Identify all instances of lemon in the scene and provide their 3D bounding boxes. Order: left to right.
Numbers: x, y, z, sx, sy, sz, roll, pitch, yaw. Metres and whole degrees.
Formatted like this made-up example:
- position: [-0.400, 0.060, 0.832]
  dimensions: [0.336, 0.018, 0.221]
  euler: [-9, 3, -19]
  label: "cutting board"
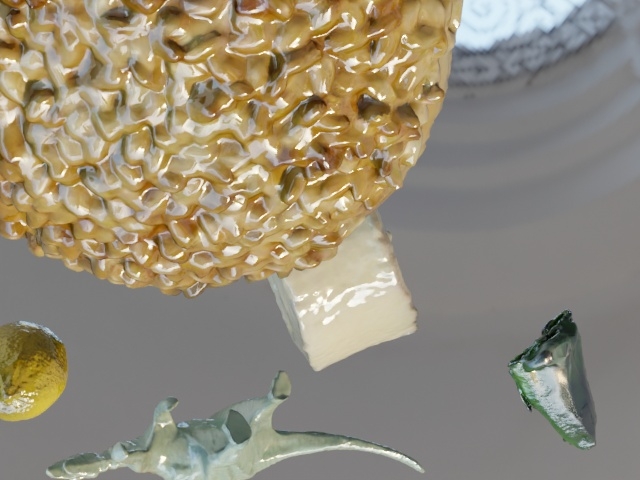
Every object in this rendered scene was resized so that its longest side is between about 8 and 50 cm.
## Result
- position: [-0.257, 0.112, 1.333]
  dimensions: [0.082, 0.082, 0.110]
  euler: [34, -160, -4]
  label: "lemon"

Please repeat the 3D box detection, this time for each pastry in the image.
- position: [-0.097, -0.142, 0.928]
  dimensions: [0.410, 0.409, 0.245]
  euler: [30, -139, -13]
  label: "pastry"

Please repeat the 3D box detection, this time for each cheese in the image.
- position: [-0.003, -0.001, 1.930]
  dimensions: [0.332, 0.153, 0.292]
  euler: [90, 158, -76]
  label: "cheese"

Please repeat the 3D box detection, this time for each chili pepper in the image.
- position: [0.297, 0.173, 1.899]
  dimensions: [0.062, 0.108, 0.216]
  euler: [30, 155, 47]
  label: "chili pepper"

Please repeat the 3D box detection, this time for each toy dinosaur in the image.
- position: [-0.075, 0.207, 1.624]
  dimensions: [0.393, 0.205, 0.092]
  euler: [2, -120, -26]
  label: "toy dinosaur"
